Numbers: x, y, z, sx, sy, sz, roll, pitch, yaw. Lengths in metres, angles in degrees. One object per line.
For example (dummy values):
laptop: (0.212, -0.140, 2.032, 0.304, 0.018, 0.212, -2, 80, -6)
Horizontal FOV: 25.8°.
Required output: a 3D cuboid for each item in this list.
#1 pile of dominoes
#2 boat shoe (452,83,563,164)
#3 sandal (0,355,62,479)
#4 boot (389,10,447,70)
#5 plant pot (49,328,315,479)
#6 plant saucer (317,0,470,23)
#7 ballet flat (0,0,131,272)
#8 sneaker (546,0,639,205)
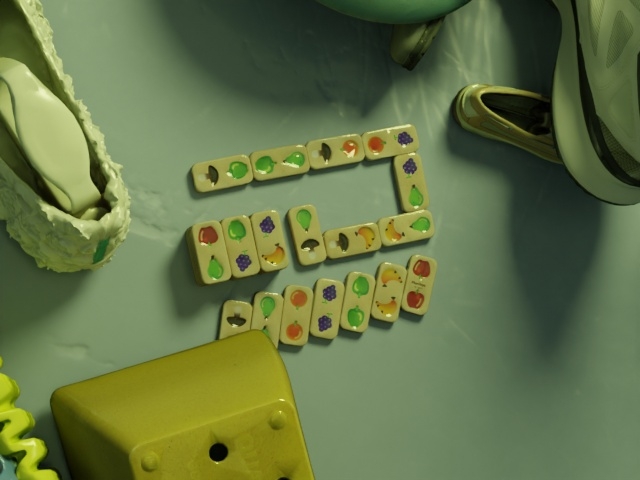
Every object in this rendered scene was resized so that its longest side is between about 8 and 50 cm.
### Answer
pile of dominoes: (0.000, 0.000, 1.349, 0.251, 0.040, 0.196, -12, 89, -16)
boat shoe: (0.231, -0.117, 1.407, 0.190, 0.072, 0.068, 8, 84, -15)
sandal: (-0.290, 0.224, 1.205, 0.138, 0.126, 0.317, -28, 78, -13)
boot: (0.055, -0.296, 1.372, 0.161, 0.083, 0.246, 16, 73, -12)
plant pot: (-0.099, 0.212, 1.219, 0.212, 0.187, 0.212, -16, 95, -15)
plant saucer: (0.057, -0.360, 1.309, 0.318, 0.044, 0.317, 5, 76, -23)
ballet flat: (-0.284, -0.160, 1.232, 0.147, 0.147, 0.409, -34, 95, -16)
sneaker: (0.325, -0.280, 1.317, 0.169, 0.257, 0.447, 2, 72, -27)
